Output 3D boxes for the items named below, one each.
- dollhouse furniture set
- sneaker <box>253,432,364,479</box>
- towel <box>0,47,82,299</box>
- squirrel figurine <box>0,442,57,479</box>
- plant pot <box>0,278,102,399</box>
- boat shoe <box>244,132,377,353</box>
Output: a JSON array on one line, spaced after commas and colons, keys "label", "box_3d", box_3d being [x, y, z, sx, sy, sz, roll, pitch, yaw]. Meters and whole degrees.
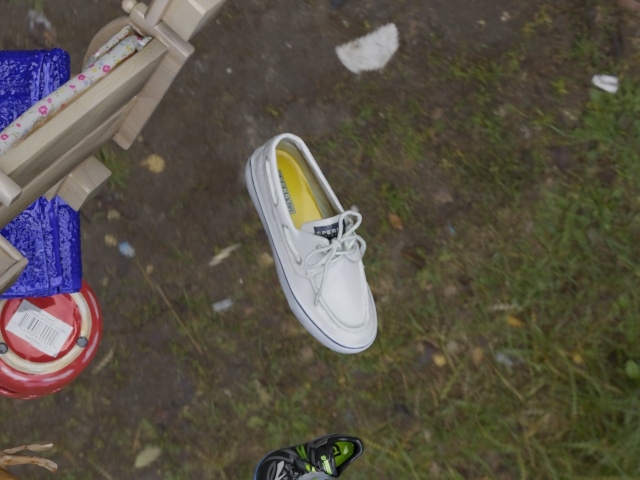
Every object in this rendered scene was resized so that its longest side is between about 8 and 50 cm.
[{"label": "dollhouse furniture set", "box_3d": [-0.271, -0.063, 0.760, 0.174, 0.303, 0.355, 43, 139, -3]}, {"label": "sneaker", "box_3d": [-0.016, 0.321, 1.589, 0.188, 0.078, 0.067, -18, 85, -35]}, {"label": "towel", "box_3d": [-0.409, -0.081, 1.333, 0.227, 0.076, 0.308, -3, 89, -4]}, {"label": "squirrel figurine", "box_3d": [-0.246, 0.342, 0.875, 0.370, 0.281, 0.397, 35, 125, -17]}, {"label": "plant pot", "box_3d": [-0.389, 0.116, 1.493, 0.191, 0.174, 0.191, 5, 78, -23]}, {"label": "boat shoe", "box_3d": [0.007, -0.004, 1.720, 0.136, 0.156, 0.367, -18, 82, -26]}]
